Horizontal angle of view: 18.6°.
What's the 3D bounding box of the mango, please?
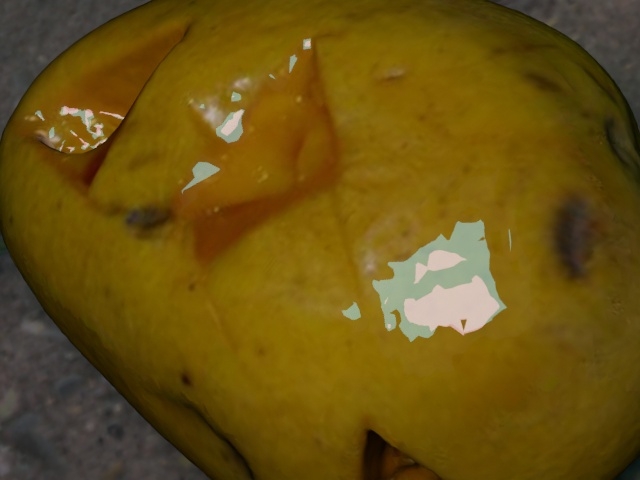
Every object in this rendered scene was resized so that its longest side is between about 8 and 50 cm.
[{"bbox_3d":[0.000,0.000,0.899,0.365,0.182,0.253,18,77,34],"label":"mango"}]
